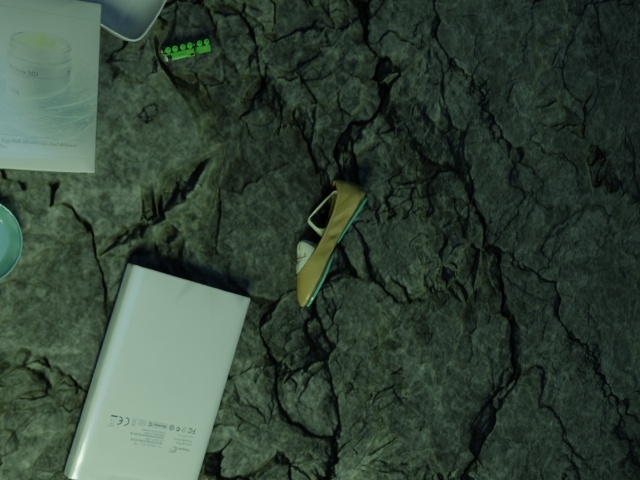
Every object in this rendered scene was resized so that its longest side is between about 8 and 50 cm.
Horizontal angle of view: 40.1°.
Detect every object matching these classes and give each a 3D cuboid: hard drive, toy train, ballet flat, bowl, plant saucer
[{"bbox_3d":[-0.243,0.215,1.337,0.210,0.040,0.318,20,84,-35],"label":"hard drive"},{"bbox_3d":[-0.203,-0.289,1.329,0.083,0.017,0.023,-22,117,-32],"label":"toy train"},{"bbox_3d":[0.000,0.000,1.479,0.073,0.080,0.232,30,73,-5],"label":"ballet flat"},{"bbox_3d":[-0.291,-0.364,1.238,0.142,0.053,0.142,34,75,-32],"label":"bowl"},{"bbox_3d":[-0.462,0.002,1.174,0.119,0.021,0.119,-4,97,-35],"label":"plant saucer"}]

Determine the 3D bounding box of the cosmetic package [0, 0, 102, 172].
[{"bbox_3d":[-0.411,-0.203,1.120,0.224,0.138,0.224,0,93,-35],"label":"cosmetic package"}]
